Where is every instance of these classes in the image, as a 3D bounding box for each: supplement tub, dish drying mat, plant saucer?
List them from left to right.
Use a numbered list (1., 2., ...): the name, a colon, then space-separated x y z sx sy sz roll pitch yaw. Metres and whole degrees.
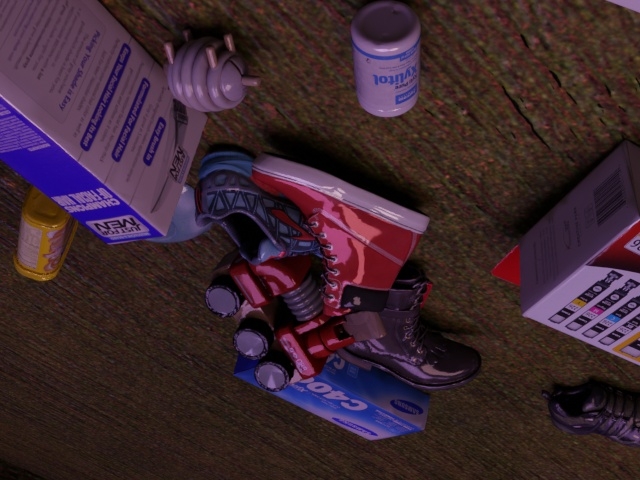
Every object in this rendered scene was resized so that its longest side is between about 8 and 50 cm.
1. plant saucer: -0.256 -0.041 1.358 0.194 0.038 0.195 10 149 6
2. supplement tub: 0.068 -0.186 0.944 0.070 0.071 0.107 7 149 11
3. dish drying mat: 0.151 0.084 1.427 0.032 0.008 0.083 14 150 1

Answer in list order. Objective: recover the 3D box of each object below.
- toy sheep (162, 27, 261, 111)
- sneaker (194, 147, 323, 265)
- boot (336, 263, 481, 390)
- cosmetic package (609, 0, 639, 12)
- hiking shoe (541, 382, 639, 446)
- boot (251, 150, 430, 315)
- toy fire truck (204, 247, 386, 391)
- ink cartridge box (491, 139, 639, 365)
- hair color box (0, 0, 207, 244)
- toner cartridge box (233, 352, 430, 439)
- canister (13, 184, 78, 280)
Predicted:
1. toy sheep: -0.122 -0.184 1.013 0.132 0.091 0.091 17 156 34
2. sneaker: -0.063 -0.010 1.239 0.261 0.125 0.104 28 148 -23
3. boot: 0.136 0.125 1.412 0.262 0.091 0.229 10 140 3
4. cosmetic package: 0.191 -0.322 0.637 0.377 0.098 0.284 18 152 -8
5. hiking shoe: 0.493 0.292 1.559 0.226 0.086 0.114 -4 149 29
6. boot: 0.000 0.000 1.176 0.244 0.176 0.088 24 -171 -17
7. toy fire truck: -0.020 0.095 1.338 0.246 0.158 0.217 -23 107 25
8. ink cartridge box: 0.406 0.064 1.115 0.309 0.130 0.272 23 136 -16
9. hair color box: -0.283 -0.163 1.016 0.110 0.185 0.339 -8 143 34
10. toner cartridge box: 0.024 0.274 1.734 0.347 0.075 0.165 30 148 -26
11. canister: -0.397 -0.031 1.345 0.073 0.126 0.170 20 148 -10
